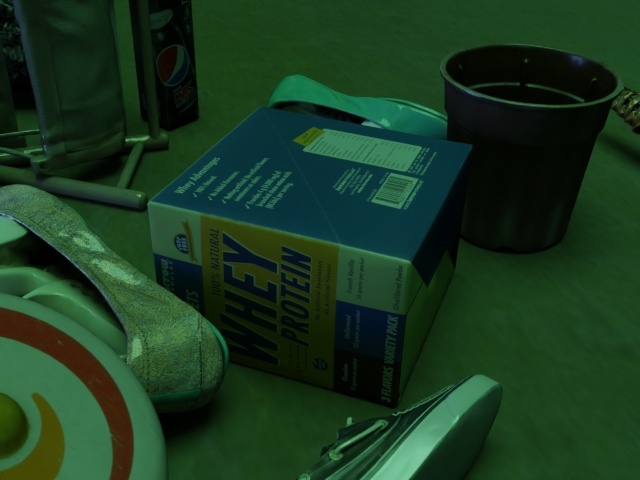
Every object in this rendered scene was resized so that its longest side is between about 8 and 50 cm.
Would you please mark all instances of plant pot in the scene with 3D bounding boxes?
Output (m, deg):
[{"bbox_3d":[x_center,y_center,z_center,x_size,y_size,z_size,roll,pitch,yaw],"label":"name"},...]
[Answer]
[{"bbox_3d":[0.193,-0.088,0.783,0.167,0.165,0.167,2,32,-1],"label":"plant pot"}]

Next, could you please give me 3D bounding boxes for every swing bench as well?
[{"bbox_3d":[-0.304,-0.181,0.828,0.255,0.253,0.165,1,32,-1],"label":"swing bench"}]

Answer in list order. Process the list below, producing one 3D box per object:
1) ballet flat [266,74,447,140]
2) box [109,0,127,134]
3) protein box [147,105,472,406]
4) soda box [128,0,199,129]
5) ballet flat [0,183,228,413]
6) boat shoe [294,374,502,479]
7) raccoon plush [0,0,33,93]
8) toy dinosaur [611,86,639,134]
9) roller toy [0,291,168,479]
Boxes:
[{"bbox_3d":[0.036,-0.127,0.936,0.247,0.083,0.087,21,62,29],"label":"ballet flat"},{"bbox_3d":[-0.315,-0.255,1.010,0.056,0.183,0.231,-15,36,-26],"label":"box"},{"bbox_3d":[0.000,0.000,0.662,0.201,0.135,0.200,13,34,17],"label":"protein box"},{"bbox_3d":[-0.192,-0.227,0.983,0.060,0.168,0.053,26,41,33],"label":"soda box"},{"bbox_3d":[-0.208,0.036,0.613,0.316,0.107,0.106,24,24,33],"label":"ballet flat"},{"bbox_3d":[0.033,0.141,0.496,0.070,0.077,0.219,29,43,34],"label":"boat shoe"},{"bbox_3d":[-0.557,-0.257,1.050,0.299,0.216,0.446,-27,24,-22],"label":"raccoon plush"},{"bbox_3d":[0.469,-0.127,0.887,0.322,0.164,0.218,42,63,18],"label":"toy dinosaur"},{"bbox_3d":[-0.180,0.127,0.392,0.191,0.146,0.209,20,36,-21],"label":"roller toy"}]
